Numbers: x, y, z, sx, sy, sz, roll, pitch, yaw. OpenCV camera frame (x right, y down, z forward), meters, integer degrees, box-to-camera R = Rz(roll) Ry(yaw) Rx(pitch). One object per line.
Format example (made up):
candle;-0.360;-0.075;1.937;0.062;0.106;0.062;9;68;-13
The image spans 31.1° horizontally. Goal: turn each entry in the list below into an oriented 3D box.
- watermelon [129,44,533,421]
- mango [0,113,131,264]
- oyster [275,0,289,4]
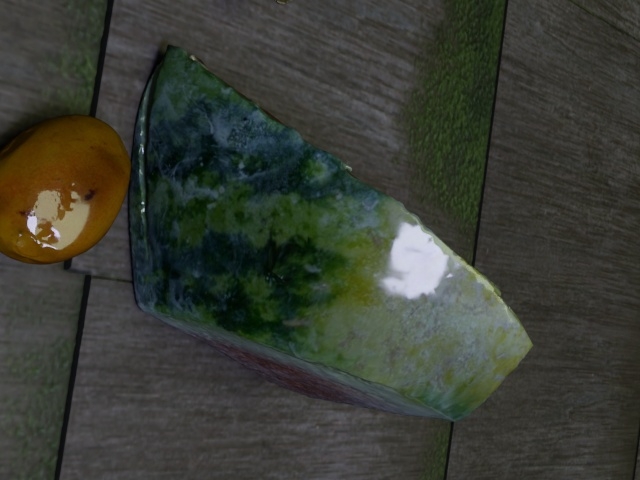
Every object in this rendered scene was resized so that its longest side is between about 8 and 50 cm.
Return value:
watermelon;0.000;0.000;0.832;0.310;0.232;0.193;23;74;-4
mango;-0.161;-0.034;0.712;0.114;0.060;0.080;-42;110;-37
oyster;-0.054;-0.239;0.824;0.103;0.051;0.148;-59;138;-54
